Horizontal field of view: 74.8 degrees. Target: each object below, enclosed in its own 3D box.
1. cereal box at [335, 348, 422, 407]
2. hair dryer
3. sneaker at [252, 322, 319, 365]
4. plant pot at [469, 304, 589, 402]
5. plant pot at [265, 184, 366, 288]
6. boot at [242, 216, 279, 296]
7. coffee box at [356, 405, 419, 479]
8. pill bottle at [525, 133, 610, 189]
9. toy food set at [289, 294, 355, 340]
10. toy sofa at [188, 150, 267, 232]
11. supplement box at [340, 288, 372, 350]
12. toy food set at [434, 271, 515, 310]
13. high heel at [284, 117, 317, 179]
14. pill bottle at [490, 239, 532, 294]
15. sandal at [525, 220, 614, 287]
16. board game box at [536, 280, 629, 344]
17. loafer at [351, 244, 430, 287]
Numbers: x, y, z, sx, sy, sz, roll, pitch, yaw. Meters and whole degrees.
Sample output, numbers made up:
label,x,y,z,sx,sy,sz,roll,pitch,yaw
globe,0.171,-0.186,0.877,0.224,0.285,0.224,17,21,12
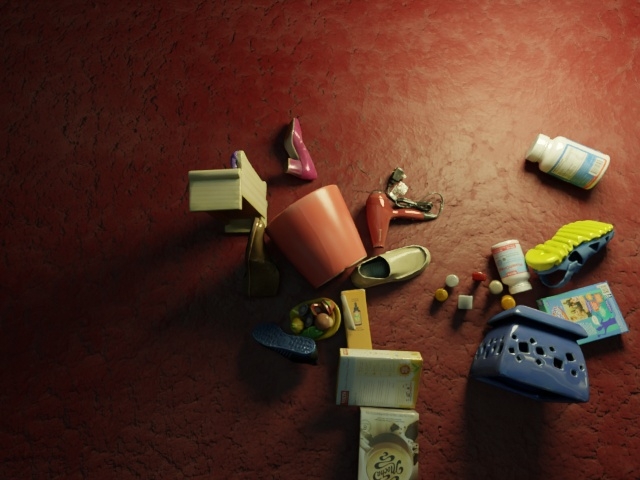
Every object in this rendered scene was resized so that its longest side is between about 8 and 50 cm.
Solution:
label,x,y,z,sx,sy,sz,roll,pitch,yaw
cereal box,0.168,0.406,1.233,0.240,0.047,0.173,4,108,-1
hair dryer,0.259,-0.095,1.399,0.223,0.080,0.293,38,81,12
sneaker,-0.109,0.333,1.314,0.232,0.090,0.081,13,47,30
plant pot,0.589,0.318,1.186,0.236,0.236,0.212,18,72,6
plant pot,0.000,0.000,1.314,0.275,0.275,0.243,-32,85,-4
boot,-0.178,0.059,1.307,0.115,0.305,0.112,8,38,-1
coffee box,0.187,0.635,1.186,0.168,0.119,0.297,2,75,4
pill bottle,0.807,-0.267,1.381,0.221,0.124,0.124,28,79,11
toy food set,-0.013,0.240,1.294,0.218,0.071,0.128,-19,70,24
toy sofa,-0.275,-0.138,1.308,0.150,0.362,0.177,-2,81,4
supplement box,0.114,0.274,1.312,0.078,0.080,0.233,-6,76,2
toy food set,0.486,0.157,1.322,0.232,0.104,0.111,0,88,23
high heel,-0.064,-0.330,1.505,0.117,0.082,0.244,12,58,-25
pill bottle,0.605,0.085,1.319,0.087,0.087,0.160,-14,74,1
sandal,0.786,0.042,1.316,0.317,0.126,0.138,-27,110,-10
board game box,0.800,0.230,1.285,0.210,0.047,0.160,-15,75,0
loafer,0.229,0.085,1.346,0.269,0.092,0.102,-21,74,-1
